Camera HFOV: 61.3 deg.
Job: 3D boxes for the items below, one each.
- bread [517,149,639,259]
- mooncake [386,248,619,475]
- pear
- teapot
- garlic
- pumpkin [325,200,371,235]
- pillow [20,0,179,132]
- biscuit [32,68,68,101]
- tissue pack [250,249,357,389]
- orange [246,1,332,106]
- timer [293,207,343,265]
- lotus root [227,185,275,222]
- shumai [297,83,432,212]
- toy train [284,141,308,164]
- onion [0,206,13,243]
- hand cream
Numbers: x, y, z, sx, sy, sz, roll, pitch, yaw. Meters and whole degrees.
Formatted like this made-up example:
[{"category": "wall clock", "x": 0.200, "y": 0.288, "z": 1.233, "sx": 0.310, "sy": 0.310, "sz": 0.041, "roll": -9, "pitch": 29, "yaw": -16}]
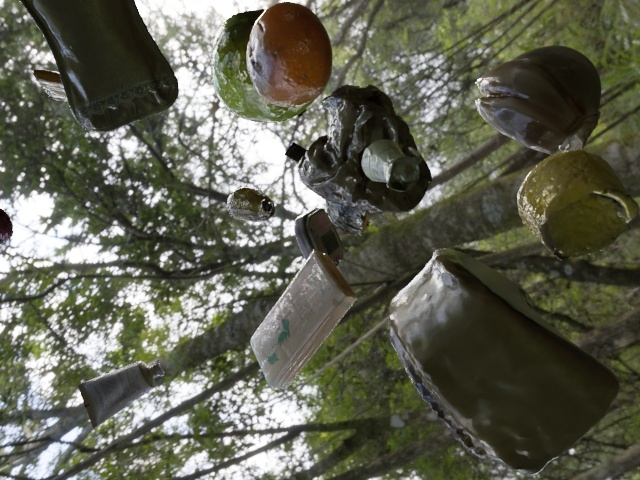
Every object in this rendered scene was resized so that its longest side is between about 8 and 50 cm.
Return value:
[{"category": "bread", "x": 0.470, "y": -0.065, "z": 0.999, "sx": 0.197, "sy": 0.197, "sz": 0.170, "roll": 33, "pitch": -153, "yaw": -23}, {"category": "mooncake", "x": 0.310, "y": 0.200, "z": 0.974, "sx": 0.394, "sy": 0.246, "sz": 0.393, "roll": 20, "pitch": -156, "yaw": -53}, {"category": "pear", "x": -0.163, "y": -0.485, "z": 1.497, "sx": 0.318, "sy": 0.342, "sz": 0.239, "roll": 43, "pitch": -140, "yaw": -71}, {"category": "teapot", "x": 0.094, "y": -0.092, "z": 0.673, "sx": 0.057, "sy": 0.067, "sz": 0.083, "roll": 57, "pitch": -179, "yaw": -28}, {"category": "garlic", "x": 0.552, "y": -0.361, "z": 1.331, "sx": 0.279, "sy": 0.132, "sz": 0.325, "roll": -40, "pitch": -108, "yaw": -14}, {"category": "pumpkin", "x": 0.096, "y": -0.140, "z": 1.186, "sx": 0.126, "sy": 0.131, "sz": 0.248, "roll": 24, "pitch": -132, "yaw": 19}, {"category": "pillow", "x": -0.258, "y": -0.241, "z": 0.621, "sx": 0.033, "sy": 0.130, "sz": 0.218, "roll": -132, "pitch": 21, "yaw": -72}, {"category": "biscuit", "x": -0.665, "y": -0.401, "z": 1.441, "sx": 0.154, "sy": 0.299, "sz": 0.045, "roll": 10, "pitch": -87, "yaw": -22}, {"category": "tissue pack", "x": -0.050, "y": 0.201, "z": 1.353, "sx": 0.071, "sy": 0.325, "sz": 0.170, "roll": 18, "pitch": -154, "yaw": -40}, {"category": "orange", "x": -0.074, "y": -0.404, "z": 1.188, "sx": 0.170, "sy": 0.224, "sz": 0.224, "roll": -23, "pitch": -104, "yaw": -24}, {"category": "timer", "x": 0.000, "y": 0.000, "z": 1.626, "sx": 0.191, "sy": 0.069, "sz": 0.208, "roll": 65, "pitch": -158, "yaw": -8}, {"category": "lotus root", "x": -0.172, "y": -0.087, "z": 1.408, "sx": 0.108, "sy": 0.190, "sz": 0.095, "roll": -24, "pitch": -63, "yaw": -27}, {"category": "shumai", "x": 0.083, "y": -0.144, "z": 0.882, "sx": 0.218, "sy": 0.185, "sz": 0.184, "roll": 29, "pitch": -118, "yaw": 8}, {"category": "toy train", "x": -0.006, "y": -0.193, "z": 1.428, "sx": 0.209, "sy": 0.044, "sz": 0.042, "roll": 36, "pitch": 177, "yaw": 32}, {"category": "onion", "x": -0.698, "y": -0.028, "z": 1.114, "sx": 0.115, "sy": 0.115, "sz": 0.105, "roll": 19, "pitch": -127, "yaw": -37}, {"category": "hand cream", "x": -0.344, "y": 0.256, "z": 0.947, "sx": 0.142, "sy": 0.053, "sz": 0.084, "roll": -28, "pitch": -114, "yaw": -9}]
